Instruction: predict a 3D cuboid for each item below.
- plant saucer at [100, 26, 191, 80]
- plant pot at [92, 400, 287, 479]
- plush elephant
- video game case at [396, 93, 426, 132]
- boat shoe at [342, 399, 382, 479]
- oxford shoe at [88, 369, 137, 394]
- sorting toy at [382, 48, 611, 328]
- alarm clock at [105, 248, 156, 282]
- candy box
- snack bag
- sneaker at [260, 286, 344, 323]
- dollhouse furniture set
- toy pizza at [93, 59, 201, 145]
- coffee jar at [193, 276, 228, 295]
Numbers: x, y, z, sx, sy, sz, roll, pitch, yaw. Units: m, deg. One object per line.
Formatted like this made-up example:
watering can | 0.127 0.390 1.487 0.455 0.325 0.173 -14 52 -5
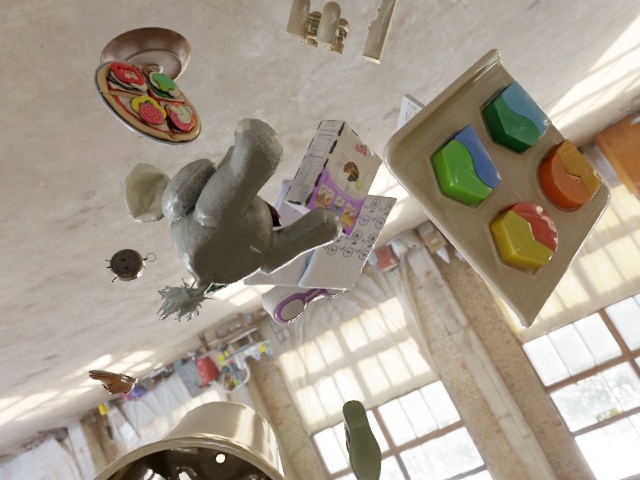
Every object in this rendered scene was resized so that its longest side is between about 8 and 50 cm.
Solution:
plant saucer | -0.382 -0.394 0.991 0.199 0.036 0.198 -21 172 -3
plant pot | -0.186 0.423 0.728 0.334 0.333 0.305 -26 -178 -4
plush elephant | -0.171 -0.053 0.750 0.330 0.255 0.272 -43 137 8
video game case | 0.286 -0.276 1.267 0.026 0.227 0.206 -14 134 -21
boat shoe | 0.105 0.517 1.116 0.081 0.227 0.068 -8 127 -3
oxford shoe | -0.735 0.503 1.563 0.076 0.076 0.212 8 157 27
sorting toy | 0.179 -0.057 0.407 0.193 0.208 0.038 -43 -173 -26
alarm clock | -0.775 0.093 1.824 0.192 0.129 0.064 -19 161 -22
candy box | 0.033 -0.131 0.949 0.165 0.070 0.196 33 79 -47
snack bag | 0.000 0.000 1.136 0.343 0.037 0.323 7 122 -33
sneaker | -0.042 0.128 1.333 0.305 0.114 0.152 -25 -152 -27
dollhouse furniture set | 0.058 -0.566 1.121 0.212 0.242 0.160 -60 166 -71
toy pizza | -0.303 -0.257 0.806 0.032 0.201 0.201 -40 162 32
coffee jar | -0.306 0.049 1.150 0.079 0.184 0.096 -22 176 -29
